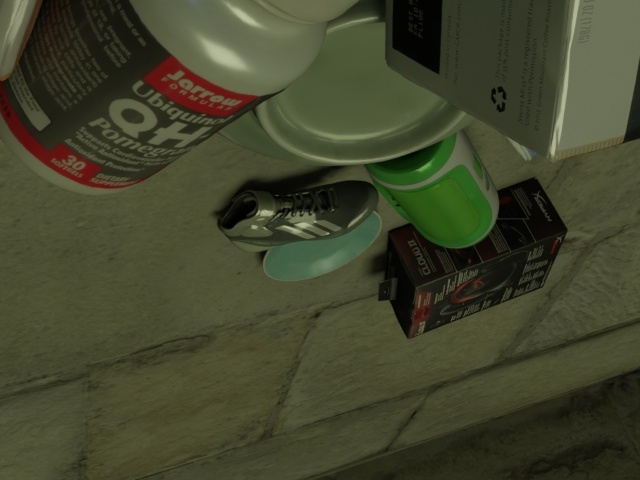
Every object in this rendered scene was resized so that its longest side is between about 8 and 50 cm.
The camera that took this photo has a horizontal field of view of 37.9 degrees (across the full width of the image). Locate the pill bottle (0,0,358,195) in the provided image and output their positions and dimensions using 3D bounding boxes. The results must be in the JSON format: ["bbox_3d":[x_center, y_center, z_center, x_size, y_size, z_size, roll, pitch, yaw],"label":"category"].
[{"bbox_3d":[-0.107,-0.166,0.699,0.176,0.176,0.319,3,159,-44],"label":"pill bottle"}]

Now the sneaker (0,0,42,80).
[{"bbox_3d":[-0.228,-0.263,0.558,0.180,0.124,0.321,20,110,-18],"label":"sneaker"}]

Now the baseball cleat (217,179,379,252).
[{"bbox_3d":[-0.031,-0.036,1.188,0.206,0.072,0.109,-20,155,12],"label":"baseball cleat"}]

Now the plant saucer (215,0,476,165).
[{"bbox_3d":[0.039,-0.172,0.881,0.401,0.100,0.400,-6,148,-4],"label":"plant saucer"}]

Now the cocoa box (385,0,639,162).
[{"bbox_3d":[0.196,-0.269,0.642,0.228,0.231,0.347,-15,124,-22],"label":"cocoa box"}]

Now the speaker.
[{"bbox_3d":[0.149,-0.083,1.219,0.131,0.131,0.296,-30,154,11],"label":"speaker"}]

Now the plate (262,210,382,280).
[{"bbox_3d":[0.000,0.000,1.362,0.188,0.024,0.188,-20,154,-10],"label":"plate"}]

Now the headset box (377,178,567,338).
[{"bbox_3d":[0.233,0.040,1.536,0.293,0.110,0.218,-21,154,-8],"label":"headset box"}]

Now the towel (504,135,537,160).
[{"bbox_3d":[0.370,-0.215,1.264,0.285,0.034,0.209,-32,154,14],"label":"towel"}]
